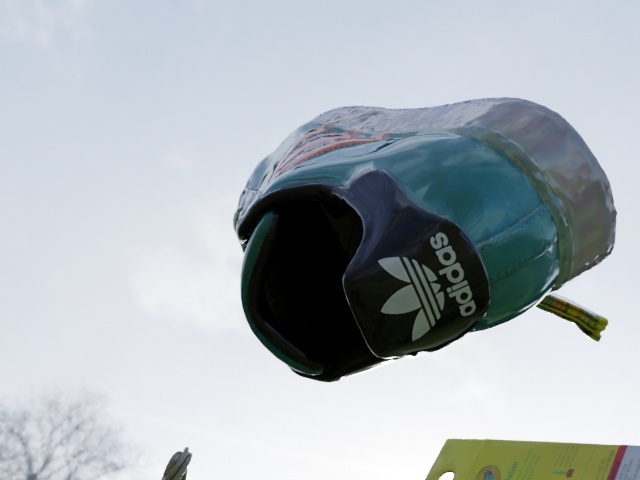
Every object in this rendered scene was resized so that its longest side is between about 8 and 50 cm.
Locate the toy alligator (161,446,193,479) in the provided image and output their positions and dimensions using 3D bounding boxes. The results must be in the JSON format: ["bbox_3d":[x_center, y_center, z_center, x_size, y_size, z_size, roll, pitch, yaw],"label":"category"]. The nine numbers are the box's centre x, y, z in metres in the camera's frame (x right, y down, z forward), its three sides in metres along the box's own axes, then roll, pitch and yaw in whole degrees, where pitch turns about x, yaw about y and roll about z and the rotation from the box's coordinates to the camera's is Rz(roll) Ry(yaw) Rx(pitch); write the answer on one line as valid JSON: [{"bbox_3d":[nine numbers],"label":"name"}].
[{"bbox_3d":[-0.069,0.178,0.524,0.051,0.056,0.189,27,-49,10],"label":"toy alligator"}]

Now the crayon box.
[{"bbox_3d":[0.240,0.291,1.012,0.319,0.202,0.081,-4,-61,35],"label":"crayon box"}]

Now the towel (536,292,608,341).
[{"bbox_3d":[0.111,0.020,0.826,0.237,0.021,0.102,23,3,-8],"label":"towel"}]

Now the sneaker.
[{"bbox_3d":[0.000,0.000,0.497,0.108,0.121,0.302,65,-22,-8],"label":"sneaker"}]
